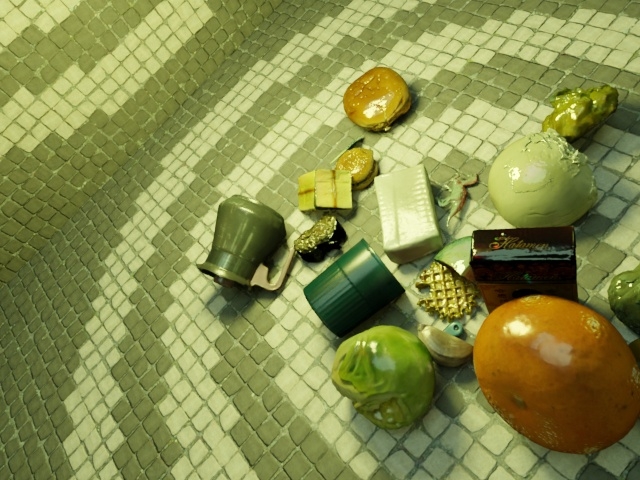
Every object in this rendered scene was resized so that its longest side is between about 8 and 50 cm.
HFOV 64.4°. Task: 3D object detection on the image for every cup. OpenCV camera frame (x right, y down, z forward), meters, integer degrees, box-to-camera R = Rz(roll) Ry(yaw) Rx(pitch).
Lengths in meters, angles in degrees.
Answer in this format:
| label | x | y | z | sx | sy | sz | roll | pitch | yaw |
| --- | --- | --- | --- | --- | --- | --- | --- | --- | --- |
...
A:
| label | x | y | z | sx | sy | sz | roll | pitch | yaw |
| --- | --- | --- | --- | --- | --- | --- | --- | --- | --- |
| cup | 0.099 | 0.154 | 1.821 | 0.292 | 0.242 | 0.308 | -40 | 54 | 3 |

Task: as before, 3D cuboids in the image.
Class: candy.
| label | x | y | z | sx | sy | sz | roll | pitch | yaw |
| --- | --- | --- | --- | --- | --- | --- | --- | --- | --- |
| candy | 0.332 | -0.101 | 1.917 | 0.208 | 0.145 | 0.358 | -15 | 56 | 17 |

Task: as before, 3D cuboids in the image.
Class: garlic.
| label | x | y | z | sx | sy | sz | roll | pitch | yaw |
| --- | --- | --- | --- | --- | --- | --- | --- | --- | --- |
| garlic | 0.394 | 0.348 | 1.634 | 0.196 | 0.087 | 0.101 | 22 | 79 | 21 |

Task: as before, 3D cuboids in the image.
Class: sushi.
| label | x | y | z | sx | sy | sz | roll | pitch | yaw |
| --- | --- | --- | --- | --- | --- | --- | --- | --- | --- |
| sushi | 0.000 | 0.000 | 2.043 | 0.212 | 0.115 | 0.147 | -36 | 52 | 2 |

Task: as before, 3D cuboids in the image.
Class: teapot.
| label | x | y | z | sx | sy | sz | roll | pitch | yaw |
| --- | --- | --- | --- | --- | --- | --- | --- | --- | --- |
| teapot | -0.296 | 0.036 | 2.097 | 0.376 | 0.305 | 0.361 | 23 | 81 | 5 |

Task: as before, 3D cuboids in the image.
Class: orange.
| label | x | y | z | sx | sy | sz | roll | pitch | yaw |
| --- | --- | --- | --- | --- | --- | --- | --- | --- | --- |
| orange | 0.620 | 0.339 | 1.342 | 0.326 | 0.423 | 0.424 | -34 | 46 | -29 |

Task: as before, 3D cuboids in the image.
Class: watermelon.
| label | x | y | z | sx | sy | sz | roll | pitch | yaw |
| --- | --- | --- | --- | --- | --- | --- | --- | --- | --- |
| watermelon | 0.499 | 0.060 | 1.665 | 0.256 | 0.260 | 0.176 | -15 | 65 | 19 |

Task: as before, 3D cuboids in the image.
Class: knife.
| label | x | y | z | sx | sy | sz | roll | pitch | yaw |
| --- | --- | --- | --- | --- | --- | --- | --- | --- | --- |
| knife | 0.374 | 0.358 | 1.692 | 0.244 | 0.032 | 0.058 | -40 | 64 | 6 |

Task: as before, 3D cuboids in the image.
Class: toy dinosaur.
| label | x | y | z | sx | sy | sz | roll | pitch | yaw |
| --- | --- | --- | --- | --- | --- | --- | --- | --- | --- |
| toy dinosaur | 0.514 | -0.155 | 1.910 | 0.167 | 0.053 | 0.242 | -6 | 50 | 16 |

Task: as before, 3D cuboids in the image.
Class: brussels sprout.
| label | x | y | z | sx | sy | sz | roll | pitch | yaw |
| --- | --- | --- | --- | --- | --- | --- | --- | --- | --- |
| brussels sprout | 0.192 | 0.419 | 1.592 | 0.344 | 0.268 | 0.344 | -14 | 61 | 26 |

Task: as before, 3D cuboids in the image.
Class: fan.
| label | x | y | z | sx | sy | sz | roll | pitch | yaw |
| --- | --- | --- | --- | --- | --- | --- | --- | --- | --- |
| fan | 0.107 | -0.398 | 2.232 | 0.240 | 0.009 | 0.131 | -47 | 9 | -33 |

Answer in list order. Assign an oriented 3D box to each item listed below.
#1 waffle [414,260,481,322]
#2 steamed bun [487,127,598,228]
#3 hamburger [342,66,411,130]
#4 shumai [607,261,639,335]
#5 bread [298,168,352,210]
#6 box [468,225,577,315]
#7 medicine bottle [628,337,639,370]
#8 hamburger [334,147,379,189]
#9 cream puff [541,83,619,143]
| label | x | y | z | sx | sy | sz | roll | pitch | yaw |
| --- | --- | --- | --- | --- | --- | --- | --- | --- | --- |
| waffle | 0.444 | 0.164 | 1.759 | 0.232 | 0.051 | 0.228 | 32 | 76 | 36 |
| steamed bun | 0.727 | -0.200 | 1.707 | 0.312 | 0.233 | 0.334 | -39 | 54 | 5 |
| hamburger | 0.250 | -0.623 | 2.263 | 0.290 | 0.170 | 0.314 | -42 | 53 | 7 |
| shumai | 0.941 | 0.150 | 1.411 | 0.256 | 0.218 | 0.189 | 13 | 59 | 32 |
| bread | 0.013 | -0.208 | 2.147 | 0.264 | 0.163 | 0.167 | -173 | 82 | -71 |
| box | 0.599 | 0.116 | 1.471 | 0.264 | 0.415 | 0.115 | -1 | 58 | 27 |
| medicine bottle | 0.921 | 0.366 | 1.268 | 0.238 | 0.238 | 0.231 | -9 | 58 | 22 |
| hamburger | 0.144 | -0.307 | 2.158 | 0.191 | 0.118 | 0.181 | 4 | 59 | 35 |
| cream puff | 0.890 | -0.456 | 1.769 | 0.282 | 0.282 | 0.185 | -38 | 79 | 2 |
